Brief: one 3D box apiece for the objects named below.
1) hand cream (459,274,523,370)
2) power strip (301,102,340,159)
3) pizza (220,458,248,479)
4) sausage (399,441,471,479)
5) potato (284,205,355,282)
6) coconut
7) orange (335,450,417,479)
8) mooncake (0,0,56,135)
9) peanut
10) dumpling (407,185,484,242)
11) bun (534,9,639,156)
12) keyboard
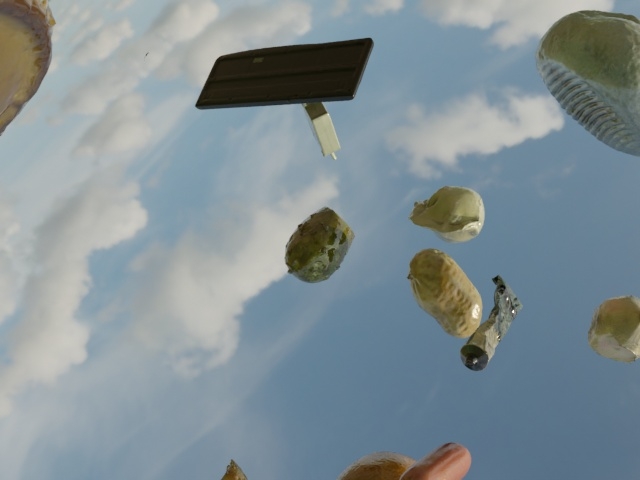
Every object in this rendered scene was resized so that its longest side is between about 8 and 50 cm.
[{"bbox_3d":[0.296,0.148,1.329,0.052,0.075,0.248,-8,-159,30],"label":"hand cream"},{"bbox_3d":[0.007,-0.226,1.590,0.042,0.175,0.075,-25,-129,-1],"label":"power strip"},{"bbox_3d":[-0.191,0.625,1.671,0.134,0.271,0.056,-14,163,-19],"label":"pizza"},{"bbox_3d":[0.172,0.352,1.143,0.062,0.062,0.154,-20,176,38],"label":"sausage"},{"bbox_3d":[0.000,0.000,1.857,0.176,0.141,0.298,-36,-169,22],"label":"potato"},{"bbox_3d":[0.507,0.146,1.265,0.110,0.110,0.124,-55,169,-23],"label":"coconut"},{"bbox_3d":[0.135,0.577,1.617,0.264,0.264,0.264,-32,-152,20],"label":"orange"},{"bbox_3d":[-0.454,-0.184,0.705,0.393,0.246,0.394,-34,177,4],"label":"mooncake"},{"bbox_3d":[0.283,0.121,1.722,0.129,0.224,0.129,-41,180,0],"label":"peanut"},{"bbox_3d":[0.318,-0.065,1.930,0.193,0.147,0.258,0,-161,-4],"label":"dumpling"},{"bbox_3d":[0.643,-0.349,1.645,0.211,0.362,0.362,-44,-153,0],"label":"bun"},{"bbox_3d":[-0.101,-0.226,1.050,0.381,0.041,0.103,8,-113,31],"label":"keyboard"}]
